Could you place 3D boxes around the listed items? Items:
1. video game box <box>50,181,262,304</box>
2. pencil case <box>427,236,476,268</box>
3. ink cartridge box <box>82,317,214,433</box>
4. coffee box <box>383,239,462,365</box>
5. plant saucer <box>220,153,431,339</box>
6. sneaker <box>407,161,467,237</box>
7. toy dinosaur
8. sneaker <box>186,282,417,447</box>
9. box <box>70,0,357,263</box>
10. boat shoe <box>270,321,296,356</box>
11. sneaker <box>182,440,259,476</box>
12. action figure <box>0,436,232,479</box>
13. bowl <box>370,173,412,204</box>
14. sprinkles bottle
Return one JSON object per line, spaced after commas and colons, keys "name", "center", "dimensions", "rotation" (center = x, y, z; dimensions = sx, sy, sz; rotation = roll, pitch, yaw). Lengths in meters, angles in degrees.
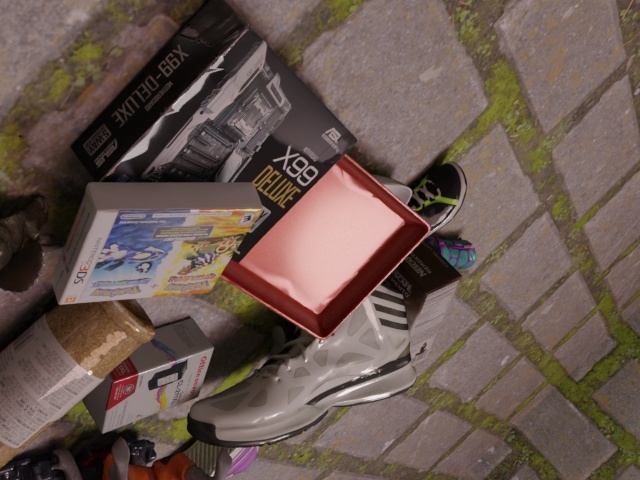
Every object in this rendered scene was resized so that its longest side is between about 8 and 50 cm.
{"name": "video game box", "center": [-0.197, 0.004, 0.985], "dimensions": [0.205, 0.048, 0.187], "rotation": [-3, 148, -34]}
{"name": "pencil case", "center": [0.251, 0.024, 1.653], "dimensions": [0.070, 0.064, 0.151], "rotation": [-41, 155, 30]}
{"name": "ink cartridge box", "center": [-0.264, 0.205, 1.273], "dimensions": [0.175, 0.072, 0.127], "rotation": [-15, 140, -38]}
{"name": "coffee box", "center": [0.162, 0.123, 1.601], "dimensions": [0.098, 0.141, 0.246], "rotation": [-21, 142, -32]}
{"name": "plant saucer", "center": [0.000, 0.000, 1.266], "dimensions": [0.259, 0.048, 0.258], "rotation": [-47, 125, 11]}
{"name": "sneaker", "center": [0.160, -0.043, 1.442], "dimensions": [0.235, 0.084, 0.097], "rotation": [-50, 148, 12]}
{"name": "toy dinosaur", "center": [-0.402, 0.024, 0.838], "dimensions": [0.313, 0.121, 0.160], "rotation": [-26, 140, -31]}
{"name": "sneaker", "center": [-0.037, 0.175, 1.424], "dimensions": [0.447, 0.169, 0.257], "rotation": [-14, 104, -31]}
{"name": "box", "center": [-0.115, -0.121, 1.028], "dimensions": [0.242, 0.076, 0.307], "rotation": [-44, 149, 5]}
{"name": "boat shoe", "center": [-0.067, 0.197, 1.523], "dimensions": [0.038, 0.046, 0.125], "rotation": [-20, 134, -27]}
{"name": "sneaker", "center": [-0.228, 0.464, 1.621], "dimensions": [0.282, 0.102, 0.161], "rotation": [-37, 153, -9]}
{"name": "action figure", "center": [-0.351, 0.400, 1.288], "dimensions": [0.341, 0.178, 0.330], "rotation": [3, 154, -45]}
{"name": "bowl", "center": [0.071, -0.051, 1.359], "dimensions": [0.142, 0.053, 0.142], "rotation": [6, 125, -51]}
{"name": "sprinkles bottle", "center": [-0.384, 0.195, 1.071], "dimensions": [0.355, 0.121, 0.121], "rotation": [-41, 150, -2]}
